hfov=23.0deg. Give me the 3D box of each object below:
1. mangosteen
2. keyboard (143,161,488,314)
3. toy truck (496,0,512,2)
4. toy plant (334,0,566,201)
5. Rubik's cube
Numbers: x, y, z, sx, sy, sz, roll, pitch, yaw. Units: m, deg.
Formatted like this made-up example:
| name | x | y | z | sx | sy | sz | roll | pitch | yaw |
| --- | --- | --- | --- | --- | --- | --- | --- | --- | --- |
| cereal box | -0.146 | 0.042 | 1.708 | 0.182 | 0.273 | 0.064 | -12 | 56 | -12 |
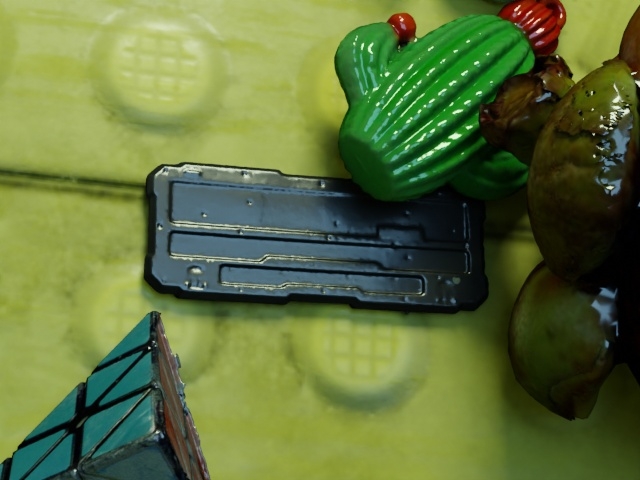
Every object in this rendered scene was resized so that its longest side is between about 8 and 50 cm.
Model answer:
| name | x | y | z | sx | sy | sz | roll | pitch | yaw |
| --- | --- | --- | --- | --- | --- | --- | --- | --- | --- |
| mangosteen | 0.330 | -0.004 | 1.076 | 0.421 | 0.381 | 0.381 | -3 | 74 | -4 |
| keyboard | 0.000 | 0.000 | 1.167 | 0.262 | 0.016 | 0.106 | 4 | 72 | -15 |
| toy truck | 0.107 | -0.259 | 1.243 | 0.177 | 0.080 | 0.115 | 38 | 73 | -1 |
| toy plant | 0.113 | -0.105 | 1.196 | 0.240 | 0.088 | 0.155 | -11 | 81 | -33 |
| Rubik's cube | -0.154 | 0.188 | 1.047 | 0.178 | 0.211 | 0.190 | -21 | 104 | 2 |
